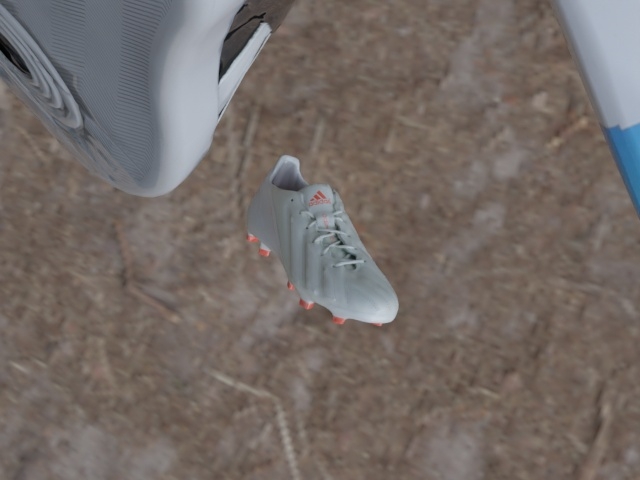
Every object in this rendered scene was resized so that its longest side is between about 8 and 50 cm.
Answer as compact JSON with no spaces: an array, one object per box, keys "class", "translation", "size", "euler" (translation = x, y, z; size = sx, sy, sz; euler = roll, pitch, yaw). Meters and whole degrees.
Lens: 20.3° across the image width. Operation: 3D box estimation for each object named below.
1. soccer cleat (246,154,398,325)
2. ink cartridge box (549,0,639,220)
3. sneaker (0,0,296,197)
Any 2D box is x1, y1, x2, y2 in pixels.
[{"class":"soccer cleat","translation":[0.000,0.000,1.363],"size":[0.068,0.196,0.076],"euler":[6,112,-34]},{"class":"ink cartridge box","translation":[0.158,-0.158,0.611],"size":[0.197,0.198,0.270],"euler":[-22,100,12]},{"class":"sneaker","translation":[-0.015,-0.084,0.411],"size":[0.121,0.217,0.079],"euler":[-44,94,-16]}]
